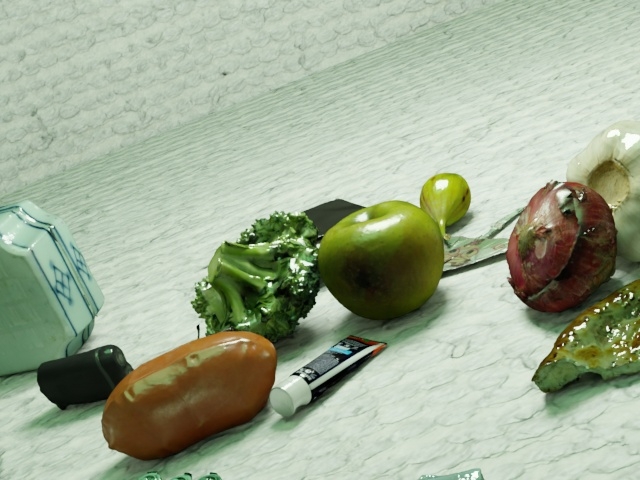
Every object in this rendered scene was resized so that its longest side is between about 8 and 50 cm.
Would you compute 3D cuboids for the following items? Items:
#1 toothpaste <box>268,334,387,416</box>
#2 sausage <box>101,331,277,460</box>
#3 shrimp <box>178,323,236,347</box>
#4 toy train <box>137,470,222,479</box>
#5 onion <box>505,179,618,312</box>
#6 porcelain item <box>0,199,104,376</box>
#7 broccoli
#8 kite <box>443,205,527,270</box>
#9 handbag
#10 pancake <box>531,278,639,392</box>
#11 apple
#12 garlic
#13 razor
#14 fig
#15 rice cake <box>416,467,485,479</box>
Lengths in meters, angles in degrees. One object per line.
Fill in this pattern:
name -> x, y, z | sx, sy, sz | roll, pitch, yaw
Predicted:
toothpaste -> 0.011, 0.178, 1.606 | 0.071, 0.045, 0.193 | 8, 27, 39
sausage -> -0.178, 0.206, 1.591 | 0.258, 0.133, 0.133 | -23, 20, -7
shrimp -> -0.187, 0.169, 1.689 | 0.174, 0.076, 0.082 | -36, -19, 14
toy train -> -0.173, 0.328, 1.356 | 0.170, 0.071, 0.111 | -6, 33, 34
onion -> 0.336, 0.013, 1.573 | 0.147, 0.184, 0.184 | 19, 0, -29
porcelain item -> -0.547, 0.085, 2.053 | 0.285, 0.281, 0.157 | -14, 22, 25
broccoli -> -0.093, 0.066, 1.781 | 0.176, 0.226, 0.198 | -2, 31, -31
kite -> 0.258, -0.001, 1.868 | 0.250, 0.012, 0.229 | -34, 22, -33
handbag -> 0.000, 0.000, 2.043 | 0.223, 0.080, 0.247 | -20, 16, -19
pancake -> 0.408, 0.091, 1.414 | 0.376, 0.054, 0.197 | -30, 22, -21
apple -> 0.094, 0.029, 1.735 | 0.196, 0.157, 0.196 | -15, 18, 5
garlic -> 0.475, -0.064, 1.650 | 0.226, 0.199, 0.199 | 5, 0, -39
razor -> -0.367, 0.213, 1.816 | 0.148, 0.090, 0.054 | -15, 32, 16
fig -> 0.197, -0.057, 1.954 | 0.093, 0.093, 0.166 | -9, 19, 30
rice cake -> 0.094, 0.278, 1.267 | 0.180, 0.030, 0.042 | -14, 17, 16
